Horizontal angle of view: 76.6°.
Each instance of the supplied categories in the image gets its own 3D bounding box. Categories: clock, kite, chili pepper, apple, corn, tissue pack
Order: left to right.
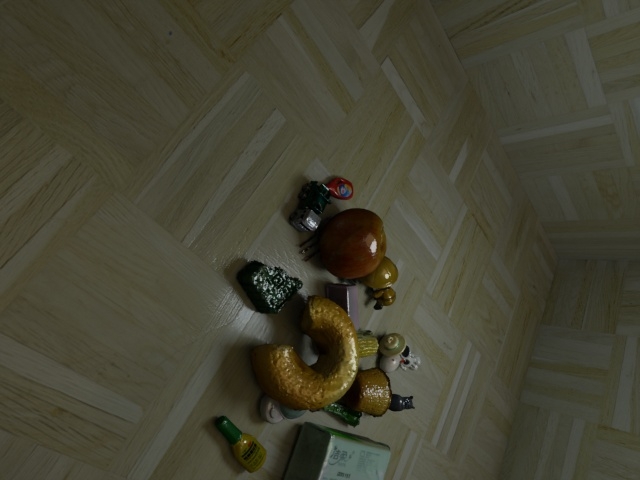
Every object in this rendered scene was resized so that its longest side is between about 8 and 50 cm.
[{"bbox_3d":[-0.001,0.000,1.751,0.245,0.015,0.141,-37,111,-39],"label":"kite"},{"bbox_3d":[0.065,0.959,1.665,0.405,0.205,0.331,33,68,-35],"label":"tissue pack"},{"bbox_3d":[0.087,0.760,1.788,0.227,0.059,0.088,33,73,-33],"label":"chili pepper"},{"bbox_3d":[0.091,0.286,1.737,0.063,0.150,0.197,-3,91,-38],"label":"clock"},{"bbox_3d":[0.135,0.462,1.801,0.305,0.122,0.123,14,63,-42],"label":"corn"},{"bbox_3d":[0.150,0.009,1.696,0.302,0.302,0.301,1,89,-41],"label":"apple"}]

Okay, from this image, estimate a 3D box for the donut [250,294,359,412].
[{"bbox_3d":[-0.018,0.428,1.518,0.378,0.163,0.435,43,67,-2],"label":"donut"}]

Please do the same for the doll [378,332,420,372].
[{"bbox_3d":[0.399,0.559,2.023,0.272,0.144,0.207,5,106,-37],"label":"doll"}]

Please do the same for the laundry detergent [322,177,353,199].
[{"bbox_3d":[0.072,-0.233,1.797,0.165,0.049,0.097,5,79,-40],"label":"laundry detergent"}]

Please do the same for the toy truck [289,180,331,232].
[{"bbox_3d":[-0.029,-0.141,1.662,0.110,0.116,0.215,39,65,-34],"label":"toy truck"}]

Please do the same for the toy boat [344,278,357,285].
[{"bbox_3d":[0.123,0.156,1.825,0.059,0.066,0.140,-19,73,-29],"label":"toy boat"}]

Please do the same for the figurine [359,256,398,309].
[{"bbox_3d":[0.284,0.185,1.898,0.192,0.167,0.256,-52,123,-45],"label":"figurine"}]

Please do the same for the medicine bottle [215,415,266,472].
[{"bbox_3d":[-0.289,0.727,1.458,0.095,0.064,0.260,-46,117,-31],"label":"medicine bottle"}]

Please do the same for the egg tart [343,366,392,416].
[{"bbox_3d":[0.206,0.673,1.802,0.171,0.215,0.215,11,82,-29],"label":"egg tart"}]

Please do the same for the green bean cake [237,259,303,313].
[{"bbox_3d":[-0.186,0.153,1.531,0.193,0.107,0.208,-44,115,-31],"label":"green bean cake"}]

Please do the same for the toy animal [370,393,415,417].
[{"bbox_3d":[0.339,0.779,1.934,0.210,0.117,0.120,0,82,2],"label":"toy animal"}]

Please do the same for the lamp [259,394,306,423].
[{"bbox_3d":[-0.120,0.618,1.578,0.246,0.108,0.179,-19,98,-39],"label":"lamp"}]
